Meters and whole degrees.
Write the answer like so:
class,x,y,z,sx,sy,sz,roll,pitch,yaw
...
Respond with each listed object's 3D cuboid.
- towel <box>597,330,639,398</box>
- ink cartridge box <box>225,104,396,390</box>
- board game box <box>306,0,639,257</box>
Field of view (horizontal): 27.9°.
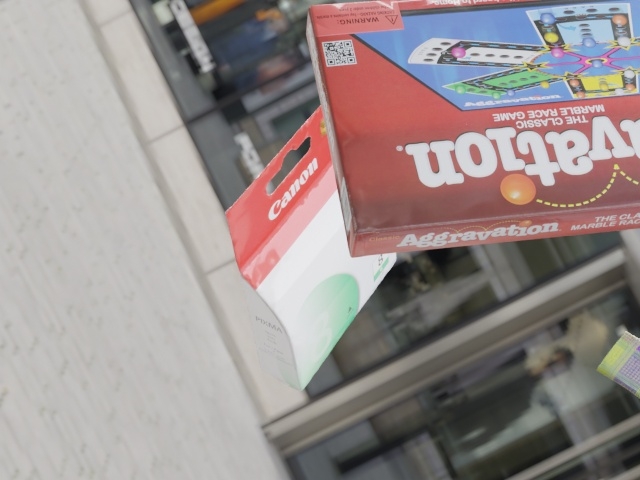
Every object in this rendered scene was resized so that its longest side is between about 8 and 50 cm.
class,x,y,z,sx,sy,sz,roll,pitch,yaw
towel,0.319,0.130,1.257,0.083,0.060,0.009,33,-31,21
ink cartridge box,0.000,0.000,1.152,0.056,0.181,0.225,24,-34,22
board game box,0.142,-0.071,0.674,0.027,0.281,0.145,99,-17,-59
